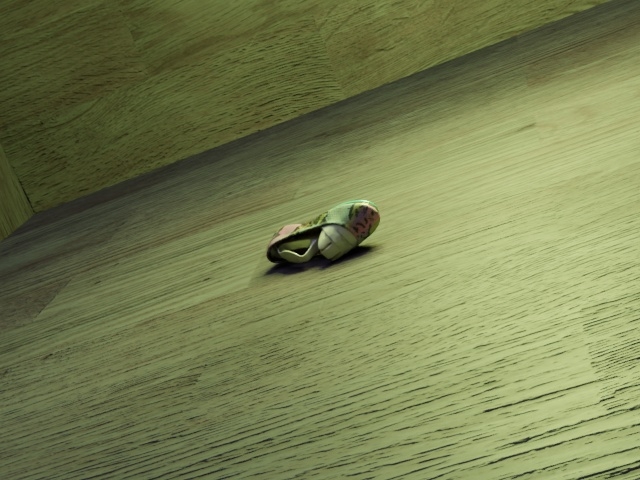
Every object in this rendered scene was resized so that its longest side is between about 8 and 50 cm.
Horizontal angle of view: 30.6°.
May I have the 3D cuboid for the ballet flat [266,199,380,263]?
[{"bbox_3d":[0.000,0.000,1.836,0.221,0.077,0.079,-16,34,42],"label":"ballet flat"}]
